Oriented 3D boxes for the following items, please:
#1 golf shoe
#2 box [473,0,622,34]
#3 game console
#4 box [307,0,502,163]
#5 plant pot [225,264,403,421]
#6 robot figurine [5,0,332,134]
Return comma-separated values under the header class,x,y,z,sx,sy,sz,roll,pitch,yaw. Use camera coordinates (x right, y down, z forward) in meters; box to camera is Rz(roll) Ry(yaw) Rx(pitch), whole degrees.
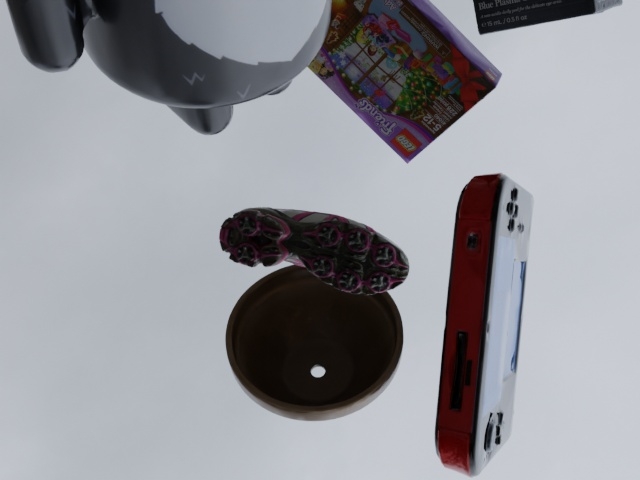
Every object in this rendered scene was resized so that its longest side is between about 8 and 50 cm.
class,x,y,z,sx,sy,sz,roll,pitch,yaw
golf shoe,0.000,0.000,0.820,0.186,0.067,0.086,15,-163,11
box,0.265,-0.344,1.011,0.156,0.158,0.093,0,-160,42
game console,0.244,0.110,1.159,0.060,0.342,0.386,6,-90,26
box,0.103,-0.283,1.279,0.201,0.293,0.057,-41,-171,40
plant pot,-0.005,0.152,1.139,0.238,0.109,0.237,-2,-129,3
robot figurine,-0.073,-0.191,0.497,0.174,0.278,0.209,8,-124,3
